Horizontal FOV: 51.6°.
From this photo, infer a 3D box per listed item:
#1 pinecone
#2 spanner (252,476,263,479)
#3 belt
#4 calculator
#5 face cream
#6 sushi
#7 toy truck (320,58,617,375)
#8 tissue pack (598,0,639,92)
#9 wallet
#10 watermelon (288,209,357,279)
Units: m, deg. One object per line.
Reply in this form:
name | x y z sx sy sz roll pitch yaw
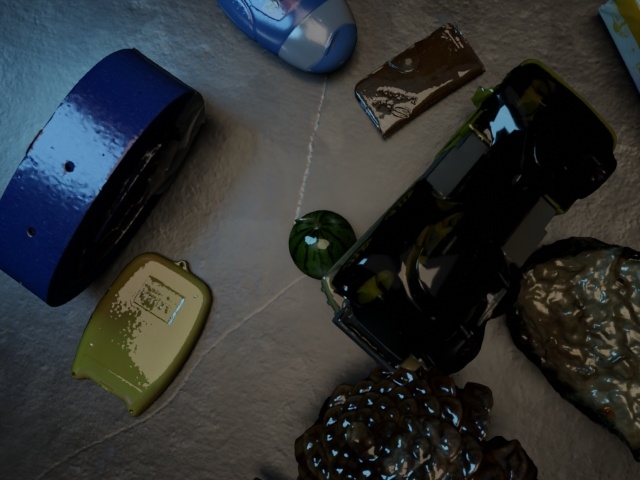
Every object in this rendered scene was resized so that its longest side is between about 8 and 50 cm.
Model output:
pinecone | 0.133 0.310 0.827 0.298 0.242 0.296 -19 103 34
spanner | 0.033 0.433 0.907 0.325 0.095 0.040 37 91 4
belt | -0.295 -0.080 0.889 0.117 0.212 0.347 35 95 5
calculator | -0.261 0.131 0.969 0.157 0.033 0.236 30 89 5
face cream | -0.055 -0.346 0.943 0.149 0.083 0.264 -43 86 5
sushi | 0.399 0.144 0.852 0.211 0.171 0.350 -41 85 4
toy truck | 0.171 -0.020 0.835 0.180 0.254 0.405 43 77 -5
tissue pack | 0.513 -0.261 0.878 0.185 0.124 0.225 -24 87 4
wallet | 0.140 -0.233 0.954 0.176 0.026 0.095 -33 84 2
watermelon | 0.004 0.003 0.916 0.109 0.109 0.109 0 88 4
